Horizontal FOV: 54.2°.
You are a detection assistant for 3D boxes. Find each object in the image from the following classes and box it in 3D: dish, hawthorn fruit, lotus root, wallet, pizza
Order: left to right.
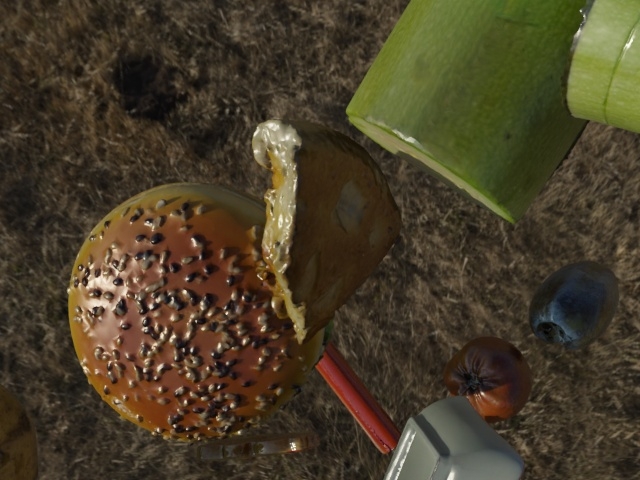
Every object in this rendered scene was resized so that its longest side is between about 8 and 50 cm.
[{"bbox_3d":[0.000,0.000,0.467,0.062,0.182,0.162,15,96,30],"label":"pizza"},{"bbox_3d":[0.040,0.217,0.937,0.045,0.142,0.204,-38,85,-7],"label":"wallet"},{"bbox_3d":[0.116,0.282,0.673,0.077,0.151,0.213,17,99,-17],"label":"dish"},{"bbox_3d":[0.348,0.284,1.289,0.189,0.189,0.189,-2,67,5],"label":"hawthorn fruit"},{"bbox_3d":[0.571,0.117,1.372,0.158,0.140,0.322,3,28,42],"label":"lotus root"}]

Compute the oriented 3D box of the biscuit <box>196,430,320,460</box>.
[{"bbox_3d":[-0.104,0.368,1.111,0.225,0.166,0.036,-10,76,12],"label":"biscuit"}]

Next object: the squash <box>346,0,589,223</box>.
[{"bbox_3d":[0.193,-0.213,0.667,0.233,0.210,0.309,35,96,25],"label":"squash"}]

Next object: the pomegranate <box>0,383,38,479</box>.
[{"bbox_3d":[-0.564,0.335,0.929,0.280,0.281,0.282,-2,67,5],"label":"pomegranate"}]

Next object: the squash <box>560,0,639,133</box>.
[{"bbox_3d":[0.214,-0.050,0.256,0.094,0.094,0.224,-44,59,-13],"label":"squash"}]

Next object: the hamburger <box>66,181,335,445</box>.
[{"bbox_3d":[-0.127,0.079,0.688,0.299,0.176,0.301,0,109,1],"label":"hamburger"}]
